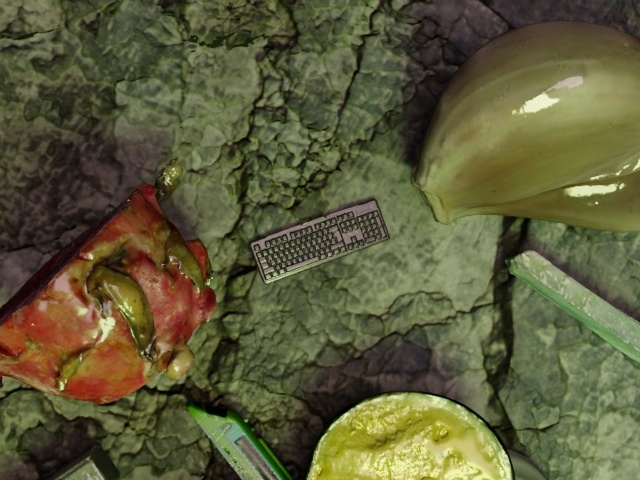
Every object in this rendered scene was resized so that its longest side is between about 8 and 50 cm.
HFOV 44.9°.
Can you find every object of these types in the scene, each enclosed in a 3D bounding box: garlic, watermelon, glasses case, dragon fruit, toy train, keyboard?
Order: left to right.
[{"bbox_3d":[-0.305,0.285,0.779,0.205,0.071,0.047,-33,87,-8],"label":"glasses case"},{"bbox_3d":[-0.193,0.058,0.748,0.282,0.211,0.147,-47,106,-26],"label":"dragon fruit"},{"bbox_3d":[-0.064,0.243,0.827,0.042,0.044,0.209,-37,91,-8],"label":"toy train"},{"bbox_3d":[0.000,0.000,0.872,0.155,0.010,0.053,-20,87,-9],"label":"keyboard"},{"bbox_3d":[0.096,0.257,0.803,0.232,0.127,0.204,-3,82,3],"label":"watermelon"},{"bbox_3d":[0.279,-0.102,0.783,0.340,0.231,0.245,17,89,6],"label":"garlic"}]

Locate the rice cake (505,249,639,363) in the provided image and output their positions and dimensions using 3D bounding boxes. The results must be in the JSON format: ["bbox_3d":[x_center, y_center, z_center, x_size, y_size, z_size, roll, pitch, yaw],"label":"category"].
[{"bbox_3d":[0.307,0.075,0.892,0.211,0.043,0.034,35,75,-4],"label":"rice cake"}]

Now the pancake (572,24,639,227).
[{"bbox_3d":[0.334,-0.129,0.917,0.250,0.031,0.250,1,85,-7],"label":"pancake"}]

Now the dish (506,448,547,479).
[{"bbox_3d":[0.203,0.305,0.842,0.141,0.078,0.141,1,86,-8],"label":"dish"}]
